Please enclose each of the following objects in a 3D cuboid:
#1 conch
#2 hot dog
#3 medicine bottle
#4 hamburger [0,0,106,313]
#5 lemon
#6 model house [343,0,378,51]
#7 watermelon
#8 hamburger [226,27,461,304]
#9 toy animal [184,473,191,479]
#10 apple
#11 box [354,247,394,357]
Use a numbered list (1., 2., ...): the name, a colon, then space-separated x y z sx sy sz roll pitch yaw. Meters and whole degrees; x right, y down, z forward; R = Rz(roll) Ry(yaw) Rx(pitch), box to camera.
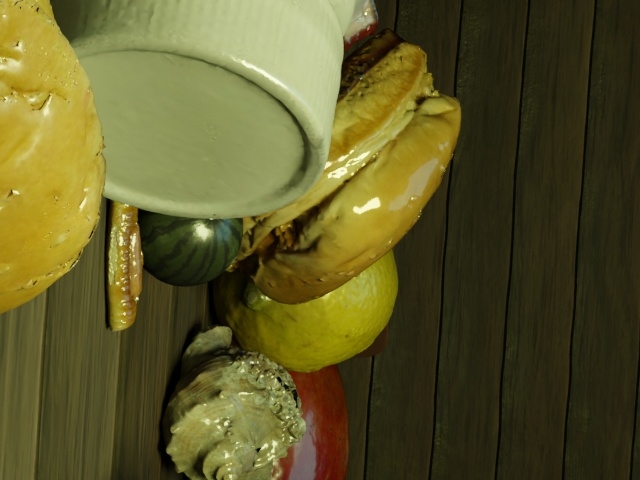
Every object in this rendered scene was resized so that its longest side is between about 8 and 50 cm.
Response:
1. conch: -0.104 0.195 1.168 0.245 0.163 0.178 -108 -163 -53
2. hot dog: -0.167 0.010 0.860 0.044 0.028 0.137 -100 -168 -79
3. medicine bottle: -0.072 -0.219 0.691 0.211 0.211 0.371 86 9 -61
4. hamburger: -0.152 -0.057 0.356 0.262 0.131 0.124 77 17 -59
5. lemon: -0.016 0.054 1.373 0.320 0.245 0.245 -9 104 -64
6. model house: -0.053 -0.306 1.256 0.254 0.160 0.196 -44 147 -39
7. watermelon: -0.115 -0.015 0.904 0.133 0.105 0.105 -28 -130 52
8. hamburger: 0.017 -0.073 1.104 0.284 0.174 0.304 -55 -169 -28
9. toy animal: -0.152 0.319 1.211 0.099 0.057 0.241 100 -4 -60
10. apple: -0.092 0.300 1.524 0.329 0.295 0.365 -27 -132 50
11. box: 0.000 0.000 1.668 0.339 0.239 0.229 89 4 -47
